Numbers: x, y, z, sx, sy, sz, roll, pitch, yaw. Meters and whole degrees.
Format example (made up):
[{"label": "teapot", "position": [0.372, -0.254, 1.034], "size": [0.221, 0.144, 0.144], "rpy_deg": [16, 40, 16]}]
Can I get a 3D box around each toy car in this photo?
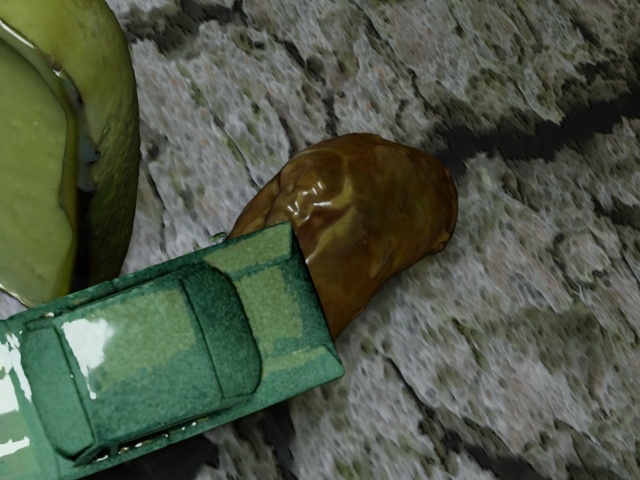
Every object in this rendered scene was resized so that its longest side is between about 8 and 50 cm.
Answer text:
[{"label": "toy car", "position": [-0.144, 0.089, 0.758], "size": [0.321, 0.097, 0.141], "rpy_deg": [-19, 87, -20]}]

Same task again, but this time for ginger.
[{"label": "ginger", "position": [0.000, 0.000, 0.938], "size": [0.321, 0.165, 0.172], "rpy_deg": [-37, 119, -34]}]

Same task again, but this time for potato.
[{"label": "potato", "position": [-0.242, -0.139, 0.795], "size": [0.330, 0.280, 0.212], "rpy_deg": [33, 49, -8]}]
